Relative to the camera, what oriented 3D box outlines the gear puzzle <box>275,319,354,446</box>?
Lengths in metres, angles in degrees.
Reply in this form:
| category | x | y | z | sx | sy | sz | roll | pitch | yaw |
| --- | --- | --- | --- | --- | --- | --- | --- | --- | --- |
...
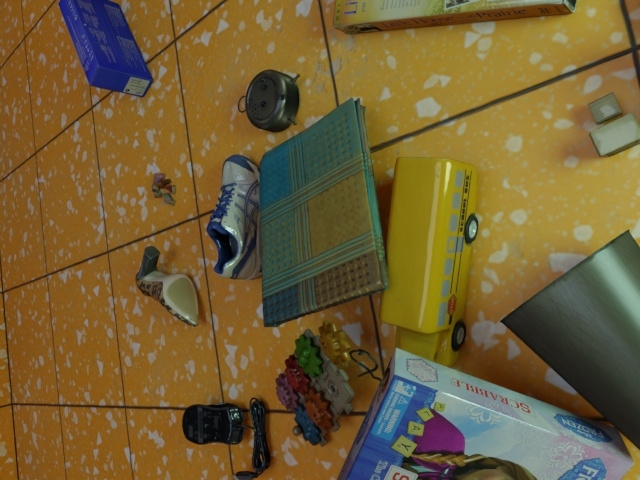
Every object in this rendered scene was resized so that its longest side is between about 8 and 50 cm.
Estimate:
| category | x | y | z | sx | sy | sz | roll | pitch | yaw |
| --- | --- | --- | --- | --- | --- | --- | --- | --- | --- |
| gear puzzle | -0.013 | 0.278 | 0.943 | 0.176 | 0.044 | 0.339 | 52 | 139 | 27 |

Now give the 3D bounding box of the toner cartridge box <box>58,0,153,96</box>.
| category | x | y | z | sx | sy | sz | roll | pitch | yaw |
| --- | --- | --- | --- | --- | --- | --- | --- | --- | --- |
| toner cartridge box | -0.635 | -0.586 | 1.435 | 0.075 | 0.165 | 0.348 | -42 | 65 | 32 |

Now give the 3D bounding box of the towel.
| category | x | y | z | sx | sy | sz | roll | pitch | yaw |
| --- | --- | --- | --- | --- | --- | --- | --- | --- | --- |
| towel | -0.011 | -0.050 | 0.891 | 0.271 | 0.040 | 0.371 | -24 | 59 | 34 |

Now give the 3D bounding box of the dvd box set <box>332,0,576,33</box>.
| category | x | y | z | sx | sy | sz | roll | pitch | yaw |
| --- | --- | --- | --- | --- | --- | --- | --- | --- | --- |
| dvd box set | 0.216 | -0.516 | 0.799 | 0.420 | 0.062 | 0.308 | 13 | 99 | 38 |

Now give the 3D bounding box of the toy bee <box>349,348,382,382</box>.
| category | x | y | z | sx | sy | sz | roll | pitch | yaw |
| --- | --- | --- | --- | --- | --- | --- | --- | --- | --- |
| toy bee | 0.161 | 0.302 | 0.792 | 0.298 | 0.162 | 0.195 | -11 | 128 | 47 |

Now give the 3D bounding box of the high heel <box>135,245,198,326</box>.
| category | x | y | z | sx | sy | sz | roll | pitch | yaw |
| --- | --- | --- | --- | --- | --- | --- | --- | --- | --- |
| high heel | -0.418 | 0.161 | 1.336 | 0.261 | 0.093 | 0.186 | 51 | 138 | 17 |

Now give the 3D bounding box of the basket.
| category | x | y | z | sx | sy | sz | roll | pitch | yaw |
| --- | --- | --- | --- | --- | --- | --- | --- | --- | --- |
| basket | 0.383 | 0.138 | 0.618 | 0.204 | 0.154 | 0.227 | -47 | 66 | 31 |

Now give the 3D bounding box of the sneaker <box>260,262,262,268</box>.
| category | x | y | z | sx | sy | sz | roll | pitch | yaw |
| --- | --- | --- | --- | --- | --- | --- | --- | --- | --- |
| sneaker | 0.000 | 0.000 | 0.981 | 0.267 | 0.101 | 0.106 | -41 | 96 | 25 |

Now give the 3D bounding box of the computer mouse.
| category | x | y | z | sx | sy | sz | roll | pitch | yaw |
| --- | --- | --- | --- | --- | --- | --- | --- | --- | --- |
| computer mouse | -0.220 | 0.481 | 1.178 | 0.261 | 0.060 | 0.184 | -16 | 76 | 27 |

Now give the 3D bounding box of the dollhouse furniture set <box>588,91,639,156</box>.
| category | x | y | z | sx | sy | sz | roll | pitch | yaw |
| --- | --- | --- | --- | --- | --- | --- | --- | --- | --- |
| dollhouse furniture set | 0.401 | -0.227 | 0.623 | 0.160 | 0.101 | 0.182 | -28 | 73 | 36 |

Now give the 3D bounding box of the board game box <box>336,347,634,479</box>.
| category | x | y | z | sx | sy | sz | roll | pitch | yaw |
| --- | --- | --- | --- | --- | --- | --- | --- | --- | --- |
| board game box | 0.200 | 0.345 | 0.694 | 0.317 | 0.066 | 0.319 | 19 | 114 | 3 |

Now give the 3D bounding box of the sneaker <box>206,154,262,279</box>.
| category | x | y | z | sx | sy | sz | roll | pitch | yaw |
| --- | --- | --- | --- | --- | --- | --- | --- | --- | --- |
| sneaker | -0.194 | -0.058 | 1.100 | 0.111 | 0.130 | 0.297 | -18 | 78 | 40 |

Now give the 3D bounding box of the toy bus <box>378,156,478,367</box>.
| category | x | y | z | sx | sy | sz | roll | pitch | yaw |
| --- | --- | --- | --- | --- | --- | --- | --- | --- | --- |
| toy bus | 0.175 | 0.039 | 0.795 | 0.108 | 0.130 | 0.333 | 10 | 97 | 39 |

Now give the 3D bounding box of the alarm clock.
| category | x | y | z | sx | sy | sz | roll | pitch | yaw |
| --- | --- | --- | --- | --- | --- | --- | --- | --- | --- |
| alarm clock | -0.125 | -0.310 | 1.086 | 0.191 | 0.064 | 0.130 | 8 | 96 | 42 |

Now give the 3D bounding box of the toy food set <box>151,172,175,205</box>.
| category | x | y | z | sx | sy | sz | roll | pitch | yaw |
| --- | --- | --- | --- | --- | --- | --- | --- | --- | --- |
| toy food set | -0.449 | -0.150 | 1.379 | 0.122 | 0.019 | 0.078 | 24 | 106 | 37 |
